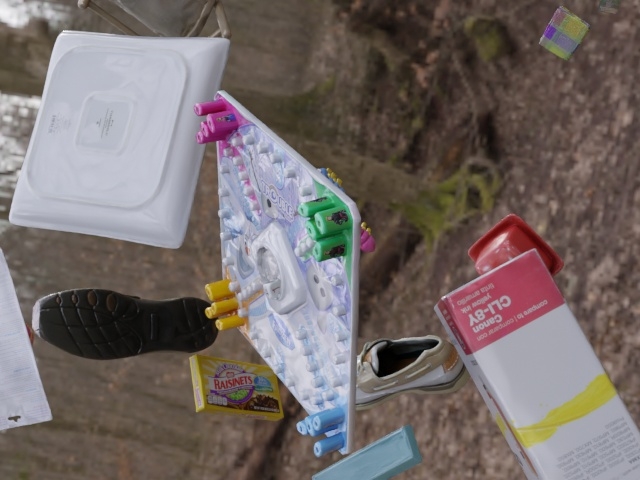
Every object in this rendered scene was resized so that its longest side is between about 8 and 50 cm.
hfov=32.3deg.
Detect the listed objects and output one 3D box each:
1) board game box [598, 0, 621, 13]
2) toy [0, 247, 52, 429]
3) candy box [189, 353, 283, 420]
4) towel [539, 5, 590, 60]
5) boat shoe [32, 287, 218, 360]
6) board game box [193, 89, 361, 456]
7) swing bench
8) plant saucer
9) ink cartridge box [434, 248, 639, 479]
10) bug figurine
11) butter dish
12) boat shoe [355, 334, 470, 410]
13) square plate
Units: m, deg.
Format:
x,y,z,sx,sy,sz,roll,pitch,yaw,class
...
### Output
x,y,z,sx,sy,sz,roll,pitch,yaw,class
0.349,-0.346,1.267,0.259,0.030,0.136,-17,-59,-78,board game box
-0.432,0.133,1.500,0.056,0.137,0.237,-25,-82,-59,toy
-0.154,0.275,2.052,0.027,0.206,0.105,-31,59,33,candy box
0.386,-0.326,1.749,0.009,0.060,0.083,-50,-9,-35,towel
-0.344,0.151,1.938,0.120,0.324,0.122,-8,76,62,boat shoe
-0.069,0.043,1.515,0.390,0.050,0.390,44,142,48,board game box
-0.303,-0.504,2.131,0.165,0.253,0.255,-30,42,33,swing bench
0.067,0.354,1.721,0.018,0.192,0.067,35,-151,-45,plant saucer
0.334,0.225,1.661,0.385,0.160,0.279,61,179,7,ink cartridge box
0.000,0.000,2.138,0.279,0.216,0.072,-58,23,-18,bug figurine
0.387,0.057,2.269,0.160,0.160,0.118,-44,2,39,butter dish
0.114,0.226,1.990,0.103,0.302,0.113,52,-146,-36,boat shoe
-0.335,-0.177,1.778,0.049,0.344,0.347,33,-113,-63,square plate
